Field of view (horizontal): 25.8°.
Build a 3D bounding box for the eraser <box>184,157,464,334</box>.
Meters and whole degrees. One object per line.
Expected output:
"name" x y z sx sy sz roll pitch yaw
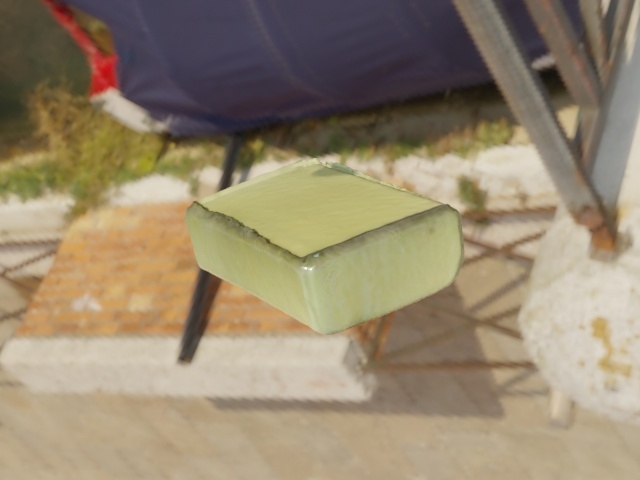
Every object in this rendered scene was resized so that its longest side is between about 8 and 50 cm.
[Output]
"eraser" 0.000 0.000 0.912 0.172 0.117 0.058 24 128 56
